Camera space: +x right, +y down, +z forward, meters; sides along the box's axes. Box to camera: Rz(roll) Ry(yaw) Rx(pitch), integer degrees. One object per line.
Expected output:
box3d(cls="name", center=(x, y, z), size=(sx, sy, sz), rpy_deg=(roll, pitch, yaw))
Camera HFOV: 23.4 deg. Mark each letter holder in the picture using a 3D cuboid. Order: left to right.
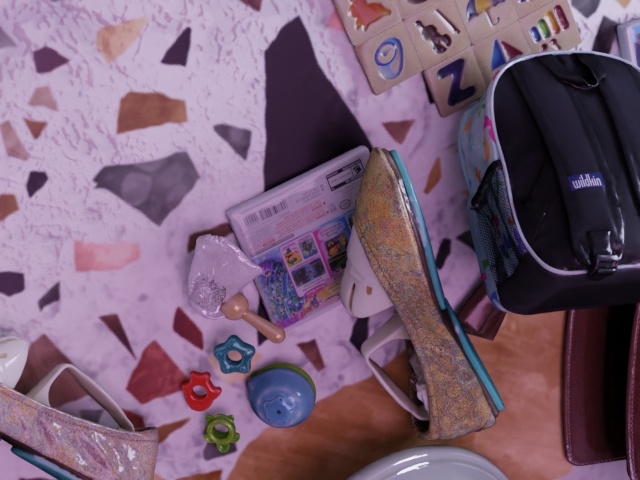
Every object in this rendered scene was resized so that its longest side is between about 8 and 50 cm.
box3d(cls="letter holder", center=(0.389, 0.124, 1.672), size=(0.215, 0.152, 0.301), rpy_deg=(-4, 107, -18))

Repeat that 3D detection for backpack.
box3d(cls="backpack", center=(0.250, -0.056, 1.528), size=(0.225, 0.191, 0.253), rpy_deg=(-6, 69, -20))

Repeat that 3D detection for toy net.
box3d(cls="toy net", center=(-0.090, 0.096, 1.542), size=(0.122, 0.045, 0.232), rpy_deg=(-14, 110, 12))

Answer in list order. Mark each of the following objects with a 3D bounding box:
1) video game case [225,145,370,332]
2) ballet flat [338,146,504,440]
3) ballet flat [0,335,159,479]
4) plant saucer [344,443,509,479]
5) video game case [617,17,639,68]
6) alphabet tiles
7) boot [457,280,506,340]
box3d(cls="video game case", center=(0.000, 0.000, 1.556), size=(0.157, 0.019, 0.143), rpy_deg=(-27, 114, -12))
box3d(cls="ballet flat", center=(0.083, 0.070, 1.545), size=(0.123, 0.123, 0.348), rpy_deg=(-31, 123, -10))
box3d(cls="ballet flat", center=(-0.284, 0.153, 1.463), size=(0.316, 0.108, 0.106), rpy_deg=(33, 73, -31))
box3d(cls="plant saucer", center=(0.100, 0.416, 1.618), size=(0.401, 0.100, 0.400), rpy_deg=(-14, 114, -34))
box3d(cls="video game case", center=(0.415, -0.161, 1.663), size=(0.183, 0.023, 0.201), rpy_deg=(-19, 113, -15))
box3d(cls="alphabet tiles", center=(0.131, -0.305, 1.516), size=(0.285, 0.011, 0.342), rpy_deg=(-30, 114, -10))
box3d(cls="boot", center=(0.169, 0.044, 1.627), size=(0.106, 0.037, 0.114), rpy_deg=(31, 98, -24))
